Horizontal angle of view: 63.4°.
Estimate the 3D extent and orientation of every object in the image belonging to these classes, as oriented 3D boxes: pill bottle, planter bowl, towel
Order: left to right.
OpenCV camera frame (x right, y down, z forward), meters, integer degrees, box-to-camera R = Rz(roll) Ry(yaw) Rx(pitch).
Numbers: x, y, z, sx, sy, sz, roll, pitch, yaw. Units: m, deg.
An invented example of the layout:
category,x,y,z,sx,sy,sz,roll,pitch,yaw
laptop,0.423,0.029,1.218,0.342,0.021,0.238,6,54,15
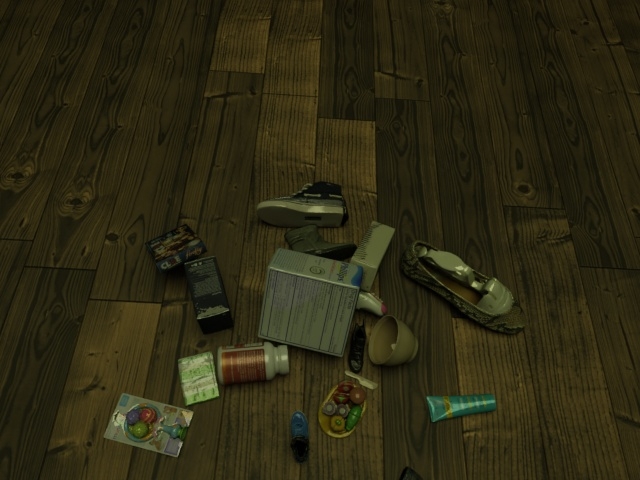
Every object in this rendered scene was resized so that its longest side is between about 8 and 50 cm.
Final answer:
category,x,y,z,sx,sy,sz,roll,pitch,yaw
towel,-0.387,0.438,1.643,0.113,0.023,0.152,-13,64,-8
pill bottle,-0.210,0.383,1.625,0.216,0.121,0.121,-4,61,-5
planter bowl,0.245,0.336,1.674,0.109,0.162,0.162,24,58,-22

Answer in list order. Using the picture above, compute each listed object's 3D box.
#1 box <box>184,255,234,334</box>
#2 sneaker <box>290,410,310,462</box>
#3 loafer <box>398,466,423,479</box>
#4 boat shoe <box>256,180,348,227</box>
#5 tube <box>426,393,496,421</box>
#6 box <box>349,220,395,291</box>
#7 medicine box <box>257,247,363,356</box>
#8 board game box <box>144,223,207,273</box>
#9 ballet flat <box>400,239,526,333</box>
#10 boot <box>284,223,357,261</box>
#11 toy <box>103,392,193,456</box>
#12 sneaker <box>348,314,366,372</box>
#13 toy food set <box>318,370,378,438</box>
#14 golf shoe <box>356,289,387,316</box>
category,x,y,z,sx,sy,sz,roll,pitch,yaw
box,-0.367,0.182,1.711,0.108,0.153,0.207,-15,62,-11
sneaker,-0.061,0.580,1.542,0.058,0.084,0.152,0,60,-4
loafer,0.242,0.742,1.484,0.061,0.062,0.170,28,64,7
boat shoe,-0.068,-0.143,1.945,0.340,0.127,0.158,5,53,-10
tube,0.444,0.521,1.633,0.207,0.052,0.080,-7,51,0
box,0.173,0.049,1.783,0.094,0.113,0.275,22,33,9
medicine box,-0.032,0.195,1.645,0.289,0.263,0.149,13,25,3
board game box,-0.500,0.023,1.776,0.165,0.042,0.243,-28,27,-18
ballet flat,0.496,0.150,1.766,0.483,0.182,0.164,32,62,14
boot,0.000,0.000,1.884,0.246,0.083,0.161,-11,56,-11
toy,-0.518,0.546,1.551,0.237,0.056,0.137,14,59,4
sneaker,0.122,0.338,1.689,0.051,0.089,0.170,6,60,0
toy food set,0.081,0.500,1.604,0.128,0.071,0.218,29,63,13
golf shoe,0.077,0.195,1.771,0.306,0.115,0.140,29,79,14
